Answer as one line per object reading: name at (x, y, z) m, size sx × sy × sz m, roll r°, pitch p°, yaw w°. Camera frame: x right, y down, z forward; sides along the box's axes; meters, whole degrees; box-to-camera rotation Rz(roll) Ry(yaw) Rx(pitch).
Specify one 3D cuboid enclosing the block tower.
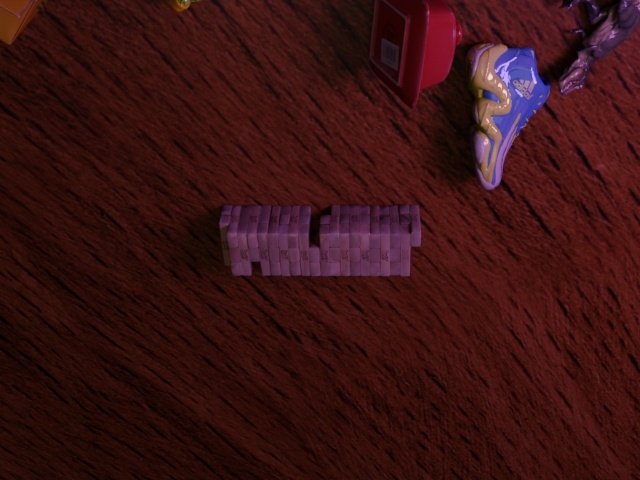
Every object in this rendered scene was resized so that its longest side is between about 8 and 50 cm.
block tower at (0.000, 0.000, 1.425) m, size 0.336 × 0.091 × 0.097 m, roll -1°, pitch 125°, yaw 3°

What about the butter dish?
butter dish at (0.148, -0.292, 1.201) m, size 0.118 × 0.160 × 0.159 m, roll -10°, pitch 127°, yaw -20°

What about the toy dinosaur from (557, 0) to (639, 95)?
toy dinosaur at (0.425, -0.332, 1.203) m, size 0.118 × 0.064 × 0.268 m, roll 35°, pitch 117°, yaw -28°

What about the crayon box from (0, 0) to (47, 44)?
crayon box at (-0.428, -0.367, 1.042) m, size 0.202 × 0.318 × 0.081 m, roll 32°, pitch 120°, yaw -19°

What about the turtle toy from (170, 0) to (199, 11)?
turtle toy at (-0.195, -0.390, 1.172) m, size 0.095 × 0.066 × 0.130 m, roll -19°, pitch 124°, yaw 43°

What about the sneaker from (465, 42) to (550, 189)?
sneaker at (0.292, -0.188, 1.285) m, size 0.126 × 0.091 × 0.240 m, roll -7°, pitch 123°, yaw 6°
